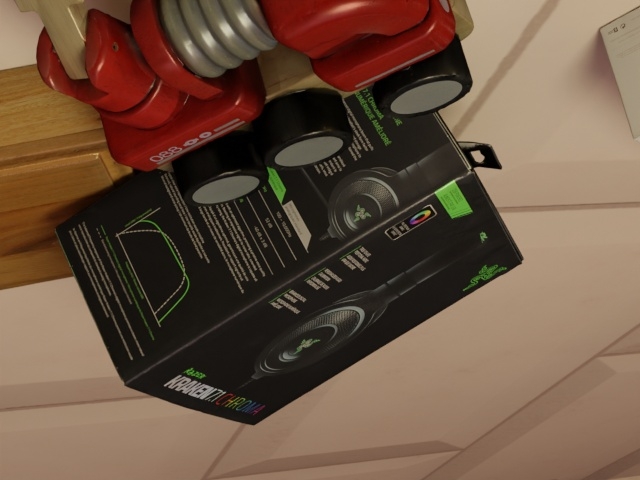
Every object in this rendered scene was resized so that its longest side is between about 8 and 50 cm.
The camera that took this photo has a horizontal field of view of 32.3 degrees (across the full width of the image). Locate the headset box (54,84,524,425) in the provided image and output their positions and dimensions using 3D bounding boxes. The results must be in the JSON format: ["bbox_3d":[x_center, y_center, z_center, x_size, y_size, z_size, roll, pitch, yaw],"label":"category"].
[{"bbox_3d":[0.000,0.000,0.815,0.283,0.131,0.246,-32,158,6],"label":"headset box"}]

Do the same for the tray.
[{"bbox_3d":[-0.330,-0.014,0.798,0.411,0.076,0.203,-12,157,-2],"label":"tray"}]

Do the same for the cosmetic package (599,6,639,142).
[{"bbox_3d":[0.305,-0.097,0.866,0.060,0.098,0.239,-27,151,31],"label":"cosmetic package"}]

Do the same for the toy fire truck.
[{"bbox_3d":[-0.064,-0.137,0.586,0.217,0.158,0.246,-22,164,24],"label":"toy fire truck"}]
